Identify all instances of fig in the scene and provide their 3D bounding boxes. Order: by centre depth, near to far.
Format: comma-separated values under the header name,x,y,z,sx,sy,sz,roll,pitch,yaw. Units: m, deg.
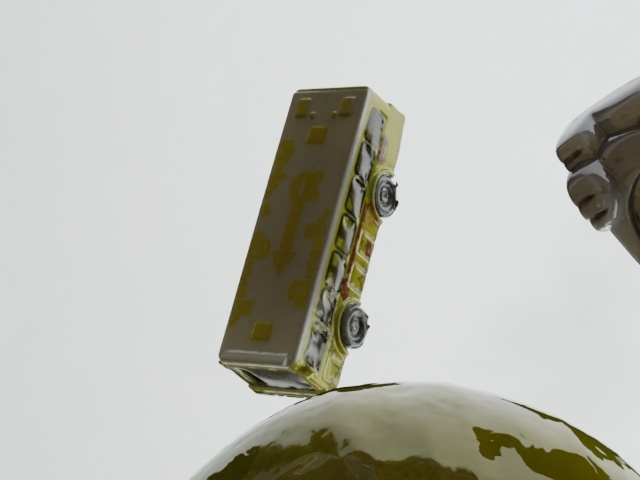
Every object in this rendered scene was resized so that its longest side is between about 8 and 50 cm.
name,x,y,z,sx,sy,sz,roll,pitch,yaw
fig,0.029,0.158,0.530,0.207,0.207,0.230,62,-23,18

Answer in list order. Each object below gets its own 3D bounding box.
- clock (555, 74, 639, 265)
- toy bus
name,x,y,z,sx,sy,sz,roll,pitch,yaw
clock,0.312,-0.075,1.031,0.254,0.189,0.189,-37,-110,36
toy bus,0.000,0.000,1.086,0.081,0.074,0.226,3,-113,34
